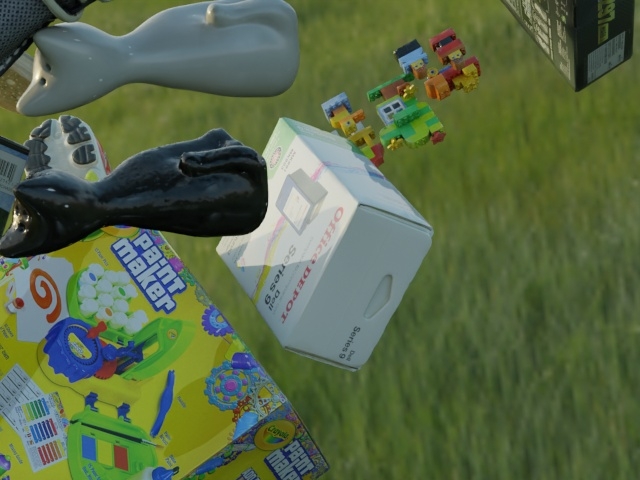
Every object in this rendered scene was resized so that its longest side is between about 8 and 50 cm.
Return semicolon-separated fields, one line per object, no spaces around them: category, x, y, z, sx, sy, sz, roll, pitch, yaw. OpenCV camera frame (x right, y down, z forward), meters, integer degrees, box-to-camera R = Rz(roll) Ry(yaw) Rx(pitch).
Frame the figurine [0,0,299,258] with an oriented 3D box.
figurine;-0.133;-0.084;1.184;0.209;0.215;0.092;-13;45;-31

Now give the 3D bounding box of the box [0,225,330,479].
box;-0.196;0.153;1.441;0.279;0.177;0.290;-36;60;-6

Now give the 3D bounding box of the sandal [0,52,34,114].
sandal;-0.337;-0.153;1.341;0.088;0.240;0.079;-31;38;47

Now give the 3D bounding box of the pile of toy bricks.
pile of toy bricks;0.107;-0.149;1.894;0.212;0.118;0.105;-29;60;-3

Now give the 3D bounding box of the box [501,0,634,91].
box;0.154;-0.237;1.159;0.059;0.183;0.233;-33;-25;-6

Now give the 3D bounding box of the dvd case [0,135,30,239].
dvd case;-0.351;0.012;1.321;0.022;0.253;0.180;10;-10;45

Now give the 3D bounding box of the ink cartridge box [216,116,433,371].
ink cartridge box;0.000;0.000;1.493;0.093;0.154;0.212;18;18;-30

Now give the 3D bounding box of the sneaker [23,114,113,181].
sneaker;-0.238;-0.001;1.724;0.107;0.279;0.118;-16;-23;12

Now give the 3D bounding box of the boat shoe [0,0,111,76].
boat shoe;-0.157;-0.196;1.053;0.158;0.341;0.127;28;-5;16
